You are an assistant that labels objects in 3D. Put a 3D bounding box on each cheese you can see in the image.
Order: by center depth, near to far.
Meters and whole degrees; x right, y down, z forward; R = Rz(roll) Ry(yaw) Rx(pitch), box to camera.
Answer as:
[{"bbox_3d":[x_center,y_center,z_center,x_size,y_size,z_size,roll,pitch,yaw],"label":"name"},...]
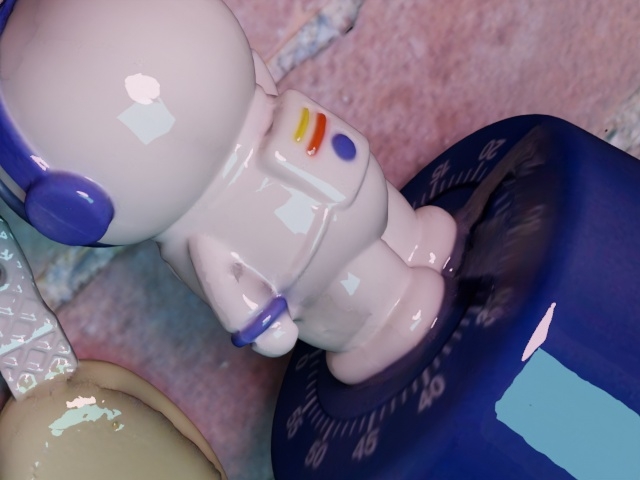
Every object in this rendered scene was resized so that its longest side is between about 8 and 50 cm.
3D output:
[{"bbox_3d":[-0.134,0.091,0.868,0.127,0.054,0.251,-29,121,-14],"label":"cheese"}]

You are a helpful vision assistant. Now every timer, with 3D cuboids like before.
[{"bbox_3d":[0.000,0.000,0.811,0.383,0.270,0.270,35,93,-19],"label":"timer"}]
